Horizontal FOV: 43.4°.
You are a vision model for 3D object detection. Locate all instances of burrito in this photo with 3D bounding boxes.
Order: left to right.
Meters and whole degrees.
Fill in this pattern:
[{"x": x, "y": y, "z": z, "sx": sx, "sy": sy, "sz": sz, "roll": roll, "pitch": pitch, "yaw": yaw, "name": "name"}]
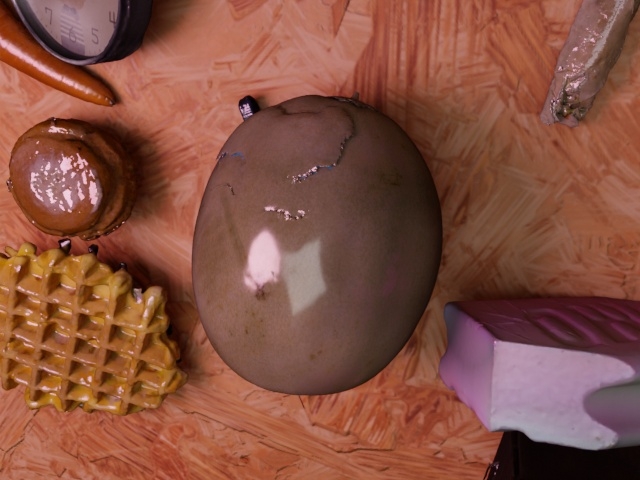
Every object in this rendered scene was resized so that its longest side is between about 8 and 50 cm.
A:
[{"x": 0.289, "y": -0.207, "z": 0.849, "sx": 0.058, "sy": 0.045, "sz": 0.188, "roll": 19, "pitch": 109, "yaw": -1, "name": "burrito"}]

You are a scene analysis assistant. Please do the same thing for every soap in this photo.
[{"x": 0.315, "y": 0.136, "z": 0.878, "sx": 0.323, "sy": 0.193, "sz": 0.109, "roll": 1, "pitch": 106, "yaw": -15, "name": "soap"}]

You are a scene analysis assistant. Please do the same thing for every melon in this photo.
[{"x": 0.000, "y": 0.000, "z": 0.871, "sx": 0.268, "sy": 0.268, "sz": 0.330, "roll": 9, "pitch": 92, "yaw": 11, "name": "melon"}]

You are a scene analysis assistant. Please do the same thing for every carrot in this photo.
[{"x": -0.372, "y": -0.244, "z": 0.994, "sx": 0.271, "sy": 0.066, "sz": 0.062, "roll": 45, "pitch": 156, "yaw": -6, "name": "carrot"}]

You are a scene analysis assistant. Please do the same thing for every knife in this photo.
[{"x": -0.068, "y": -0.117, "z": 0.972, "sx": 0.018, "sy": 0.031, "sz": 0.121, "roll": -19, "pitch": 104, "yaw": 16, "name": "knife"}]

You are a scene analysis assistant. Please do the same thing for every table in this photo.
[{"x": 0.275, "y": 0.319, "z": 0.946, "sx": 0.172, "sy": 0.193, "sz": 0.169, "roll": 17, "pitch": 111, "yaw": 8, "name": "table"}]

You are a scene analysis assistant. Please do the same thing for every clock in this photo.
[{"x": -0.279, "y": -0.308, "z": 0.902, "sx": 0.226, "sy": 0.049, "sz": 0.226, "roll": 21, "pitch": 126, "yaw": 31, "name": "clock"}]

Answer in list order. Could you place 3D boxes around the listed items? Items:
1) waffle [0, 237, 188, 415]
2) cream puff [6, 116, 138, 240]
[{"x": -0.335, "y": 0.133, "z": 1.070, "sx": 0.329, "sy": 0.062, "sz": 0.329, "roll": 6, "pitch": 125, "yaw": 9, "name": "waffle"}, {"x": -0.298, "y": -0.078, "z": 0.993, "sx": 0.150, "sy": 0.115, "sz": 0.165, "roll": -33, "pitch": 89, "yaw": 19, "name": "cream puff"}]
